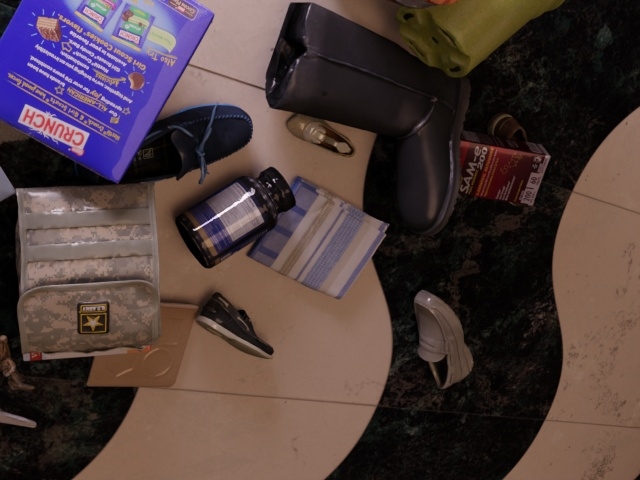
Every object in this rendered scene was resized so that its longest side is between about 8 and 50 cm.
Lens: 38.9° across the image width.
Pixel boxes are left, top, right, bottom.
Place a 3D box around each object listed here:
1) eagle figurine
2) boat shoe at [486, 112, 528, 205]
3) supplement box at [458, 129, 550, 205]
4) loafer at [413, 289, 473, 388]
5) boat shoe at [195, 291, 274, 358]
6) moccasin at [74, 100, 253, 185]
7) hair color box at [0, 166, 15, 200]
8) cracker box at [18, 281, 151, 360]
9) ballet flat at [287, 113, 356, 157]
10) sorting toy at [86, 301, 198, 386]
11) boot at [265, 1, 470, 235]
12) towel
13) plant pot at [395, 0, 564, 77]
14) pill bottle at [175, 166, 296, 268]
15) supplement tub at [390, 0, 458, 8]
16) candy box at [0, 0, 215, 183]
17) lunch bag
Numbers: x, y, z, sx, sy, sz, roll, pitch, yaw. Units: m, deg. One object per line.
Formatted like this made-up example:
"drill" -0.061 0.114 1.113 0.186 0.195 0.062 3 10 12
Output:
"eagle figurine" -0.672 0.284 1.581 0.298 0.225 0.226 -37 139 -26
"boat shoe" 0.458 -0.174 2.128 0.095 0.095 0.258 -37 128 -12
"supplement box" 0.376 -0.165 2.031 0.239 0.073 0.130 8 118 -10
"loafer" 0.290 0.249 2.228 0.111 0.112 0.320 -43 130 -18
"boat shoe" -0.166 0.189 1.923 0.233 0.084 0.079 43 62 -45
"moccasin" -0.269 -0.151 1.654 0.341 0.117 0.138 -23 124 -21
"hair color box" -0.682 -0.054 1.392 0.374 0.185 0.114 -32 128 -15
"cracker box" -0.434 0.131 1.677 0.232 0.067 0.156 -2 105 -17
"ballet flat" 0.009 -0.213 1.844 0.168 0.052 0.057 19 104 -38
"sorting toy" -0.362 0.208 1.836 0.192 0.038 0.208 7 114 -35
"boot" 0.090 -0.229 1.789 0.445 0.146 0.367 15 79 -41
"towel" 0.000 0.000 1.962 0.285 0.034 0.209 27 100 -37
"plant pot" 0.287 -0.463 1.734 0.254 0.276 0.276 -48 130 -11
"pill bottle" -0.162 -0.050 1.773 0.219 0.123 0.123 -33 127 -15
"supplement tub" 0.136 -0.521 1.598 0.193 0.316 0.194 -15 121 -27
"candy box" -0.364 -0.296 1.458 0.268 0.122 0.317 30 94 -14
"lunch bag" -0.397 0.054 1.554 0.235 0.169 0.287 -3 86 -16
